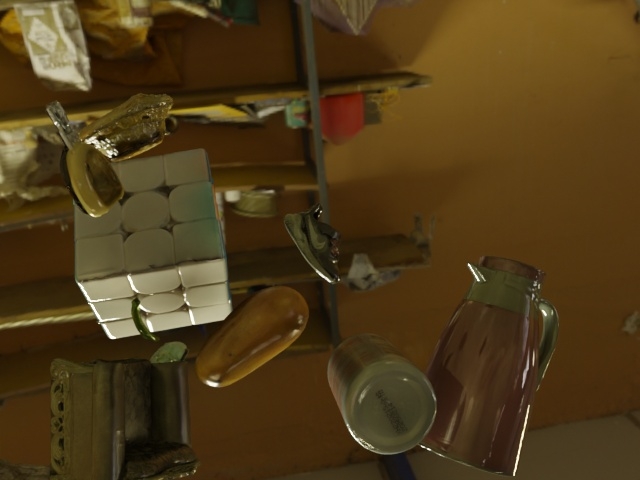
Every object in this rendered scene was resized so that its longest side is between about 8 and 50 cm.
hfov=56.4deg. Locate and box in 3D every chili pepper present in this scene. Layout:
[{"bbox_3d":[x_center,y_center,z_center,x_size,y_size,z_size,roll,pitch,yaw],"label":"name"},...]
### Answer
[{"bbox_3d":[-0.264,0.123,0.896,0.017,0.083,0.030,-1,-153,32],"label":"chili pepper"}]

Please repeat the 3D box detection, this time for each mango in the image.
[{"bbox_3d":[-0.095,0.132,0.824,0.178,0.090,0.115,-41,179,-17],"label":"mango"}]

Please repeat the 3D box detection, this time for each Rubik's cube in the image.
[{"bbox_3d":[-0.359,0.012,1.319,0.291,0.291,0.290,-9,-120,-8],"label":"Rubik's cube"}]

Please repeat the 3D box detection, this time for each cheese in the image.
[{"bbox_3d":[-0.337,-0.117,0.840,0.036,0.162,0.086,-13,-154,22],"label":"cheese"}]

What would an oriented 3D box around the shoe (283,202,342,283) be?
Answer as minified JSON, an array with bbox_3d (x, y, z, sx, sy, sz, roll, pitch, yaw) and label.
[{"bbox_3d":[0.000,0.000,1.479,0.112,0.099,0.227,-38,-117,1],"label":"shoe"}]

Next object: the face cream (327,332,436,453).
[{"bbox_3d":[0.060,0.167,0.738,0.101,0.101,0.252,-7,-176,-6],"label":"face cream"}]

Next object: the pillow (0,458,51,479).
[{"bbox_3d":[-0.556,0.403,1.044,0.211,0.034,0.135,15,166,-16],"label":"pillow"}]

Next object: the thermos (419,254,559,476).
[{"bbox_3d":[0.229,0.156,0.788,0.176,0.265,0.146,24,171,-26],"label":"thermos"}]

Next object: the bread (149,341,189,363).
[{"bbox_3d":[-0.368,0.306,1.298,0.064,0.232,0.172,37,-135,-3],"label":"bread"}]

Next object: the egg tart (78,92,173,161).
[{"bbox_3d":[-0.430,-0.248,1.351,0.241,0.106,0.241,-27,-172,4],"label":"egg tart"}]

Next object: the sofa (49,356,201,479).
[{"bbox_3d":[-0.296,0.282,0.971,0.182,0.200,0.258,-9,166,13],"label":"sofa"}]
